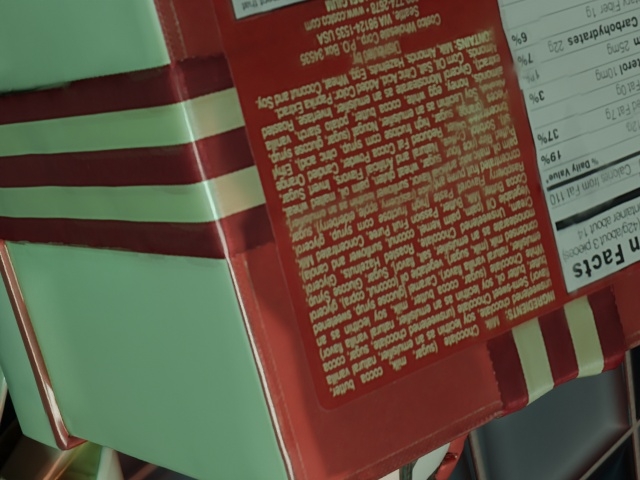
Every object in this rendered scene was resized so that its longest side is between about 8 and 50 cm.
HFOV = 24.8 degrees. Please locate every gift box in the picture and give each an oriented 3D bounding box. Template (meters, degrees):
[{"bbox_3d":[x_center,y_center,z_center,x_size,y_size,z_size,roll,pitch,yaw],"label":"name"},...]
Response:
[{"bbox_3d":[-0.012,-0.078,0.558,0.255,0.258,0.276,-16,99,-31],"label":"gift box"}]

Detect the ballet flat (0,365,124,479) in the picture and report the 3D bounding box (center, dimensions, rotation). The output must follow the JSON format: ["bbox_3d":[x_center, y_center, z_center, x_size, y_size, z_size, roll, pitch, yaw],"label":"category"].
[{"bbox_3d":[-0.154,0.109,0.642,0.123,0.123,0.348,-54,140,-9],"label":"ballet flat"}]

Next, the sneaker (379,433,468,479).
[{"bbox_3d":[0.008,0.134,0.828,0.135,0.097,0.276,-6,117,-47],"label":"sneaker"}]
